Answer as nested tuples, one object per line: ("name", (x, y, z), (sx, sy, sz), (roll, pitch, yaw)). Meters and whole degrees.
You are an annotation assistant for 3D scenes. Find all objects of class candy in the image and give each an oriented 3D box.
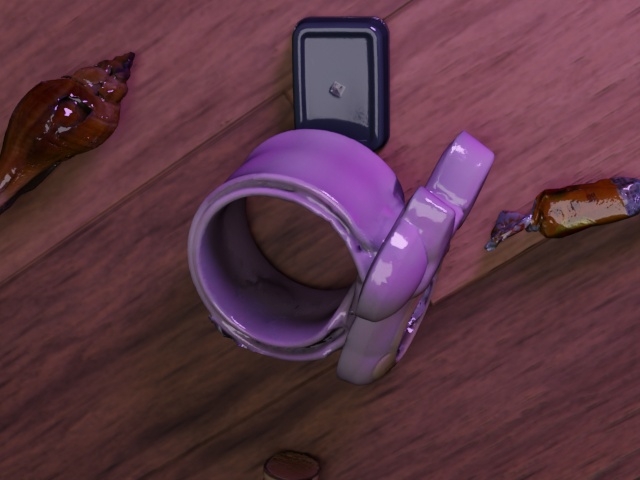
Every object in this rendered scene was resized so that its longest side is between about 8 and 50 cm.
("candy", (0.233, -0.030, 1.138), (0.182, 0.053, 0.046), (-15, 89, 15))

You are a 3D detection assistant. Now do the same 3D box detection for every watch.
("watch", (0.000, 0.000, 1.117), (0.218, 0.211, 0.248), (26, 127, 9))

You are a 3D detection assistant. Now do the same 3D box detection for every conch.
("conch", (-0.266, -0.099, 1.200), (0.233, 0.086, 0.080), (-33, 96, 16))

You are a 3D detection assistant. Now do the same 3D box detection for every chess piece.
("chess piece", (-0.034, 0.302, 1.280), (0.060, 0.060, 0.171), (8, 110, 9))

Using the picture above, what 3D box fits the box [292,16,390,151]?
("box", (0.018, -0.141, 1.160), (0.091, 0.031, 0.126), (3, 107, 10))
